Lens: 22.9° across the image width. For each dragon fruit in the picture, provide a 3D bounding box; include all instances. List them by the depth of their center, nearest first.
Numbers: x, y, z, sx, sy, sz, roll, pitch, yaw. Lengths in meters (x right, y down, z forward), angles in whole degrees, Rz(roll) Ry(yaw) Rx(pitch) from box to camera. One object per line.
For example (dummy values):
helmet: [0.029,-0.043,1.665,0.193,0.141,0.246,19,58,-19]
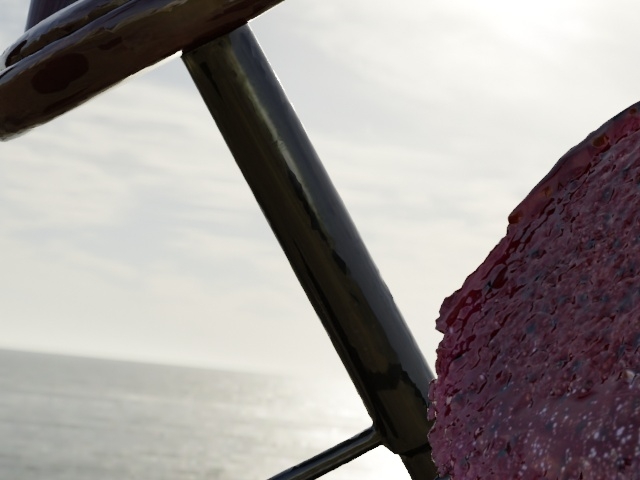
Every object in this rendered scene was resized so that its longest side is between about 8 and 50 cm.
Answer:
dragon fruit: [0.118,0.036,0.417,0.111,0.153,0.153,38,-22,-29]

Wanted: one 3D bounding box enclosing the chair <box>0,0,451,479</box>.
chair: [0.000,0.000,0.703,0.227,0.401,0.226,-27,9,4]
